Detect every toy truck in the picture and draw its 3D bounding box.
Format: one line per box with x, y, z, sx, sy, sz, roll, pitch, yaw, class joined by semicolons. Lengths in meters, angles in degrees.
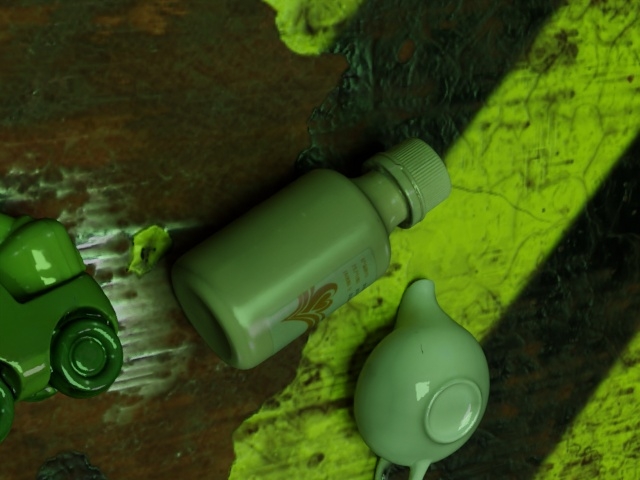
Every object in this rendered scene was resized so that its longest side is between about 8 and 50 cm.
-0.250;0.050;0.998;0.187;0.148;0.210;-6;86;-33;toy truck

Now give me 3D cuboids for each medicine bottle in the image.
0.000;0.000;1.149;0.252;0.114;0.114;-35;120;-20;medicine bottle

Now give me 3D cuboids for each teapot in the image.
0.097;0.156;1.274;0.145;0.092;0.226;10;102;-33;teapot
